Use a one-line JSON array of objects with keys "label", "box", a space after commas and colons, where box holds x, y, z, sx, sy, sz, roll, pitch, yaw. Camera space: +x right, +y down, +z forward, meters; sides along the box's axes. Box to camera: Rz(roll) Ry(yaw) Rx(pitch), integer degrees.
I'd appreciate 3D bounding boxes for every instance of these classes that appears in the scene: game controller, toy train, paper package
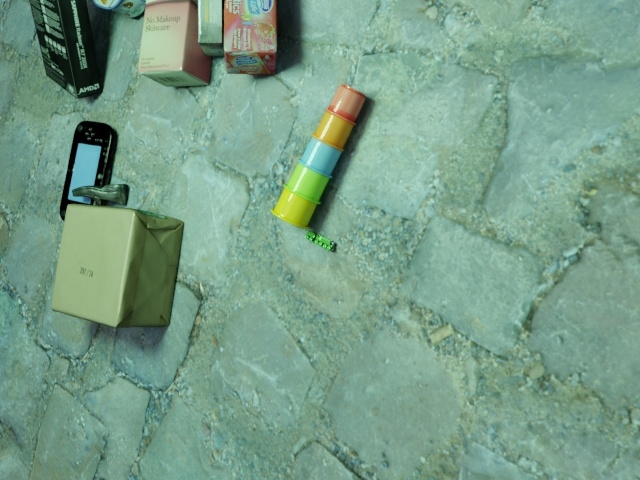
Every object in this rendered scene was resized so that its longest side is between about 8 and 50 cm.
[{"label": "game controller", "box": [-0.704, -0.201, 1.901, 0.166, 0.067, 0.320, 12, 92, 37]}, {"label": "toy train", "box": [0.000, 0.000, 1.380, 0.083, 0.017, 0.024, 26, 89, 36]}, {"label": "paper package", "box": [-0.553, 0.066, 1.691, 0.324, 0.168, 0.310, 6, 88, 38]}]

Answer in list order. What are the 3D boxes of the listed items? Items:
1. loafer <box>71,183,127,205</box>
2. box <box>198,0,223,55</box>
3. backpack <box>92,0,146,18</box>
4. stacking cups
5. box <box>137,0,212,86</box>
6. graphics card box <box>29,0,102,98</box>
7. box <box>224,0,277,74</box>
[{"label": "loafer", "box": [-0.641, -0.130, 1.821, 0.169, 0.062, 0.062, -1, 96, 13]}, {"label": "box", "box": [-0.259, -0.551, 1.511, 0.056, 0.231, 0.183, 0, 99, -6]}, {"label": "backpack", "box": [-0.572, -0.789, 1.803, 0.276, 0.213, 0.264, 45, 121, 29]}, {"label": "stacking cups", "box": [-0.005, -0.186, 1.363, 0.096, 0.096, 0.317, 31, 101, 35]}, {"label": "box", "box": [-0.371, -0.533, 1.643, 0.148, 0.126, 0.233, 4, 87, 25]}, {"label": "graphics card box", "box": [-0.775, -0.641, 1.886, 0.232, 0.094, 0.371, 34, 136, 35]}, {"label": "box", "box": [-0.164, -0.533, 1.476, 0.122, 0.128, 0.257, -1, 81, -6]}]
